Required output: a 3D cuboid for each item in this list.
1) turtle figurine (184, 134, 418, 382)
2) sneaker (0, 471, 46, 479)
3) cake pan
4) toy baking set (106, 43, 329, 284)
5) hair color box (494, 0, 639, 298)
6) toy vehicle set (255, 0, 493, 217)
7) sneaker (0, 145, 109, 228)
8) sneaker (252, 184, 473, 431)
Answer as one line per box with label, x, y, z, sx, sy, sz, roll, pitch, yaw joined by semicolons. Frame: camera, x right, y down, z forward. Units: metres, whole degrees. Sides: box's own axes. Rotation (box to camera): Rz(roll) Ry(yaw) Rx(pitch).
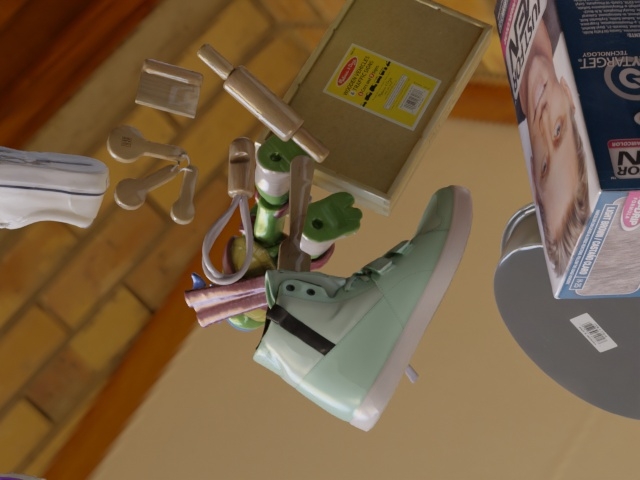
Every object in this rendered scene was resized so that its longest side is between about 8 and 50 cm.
turtle figurine;0.000;0.000;1.755;0.266;0.275;0.198;108;-12;-58
sneaker;-0.256;0.307;1.519;0.293;0.146;0.102;24;-82;21
cake pan;0.303;0.083;1.724;0.293;0.293;0.054;-2;-142;52
toy baking set;-0.088;-0.066;1.546;0.197;0.256;0.030;-54;-177;-24
hair color box;0.250;-0.137;1.488;0.105;0.174;0.347;-2;-124;-8
toy vehicle set;0.063;-0.168;1.818;0.166;0.035;0.267;25;-116;13
sneaker;-0.379;-0.059;1.910;0.094;0.258;0.091;-123;-136;-64
sneaker;0.036;0.029;1.477;0.256;0.151;0.094;-62;180;-24
